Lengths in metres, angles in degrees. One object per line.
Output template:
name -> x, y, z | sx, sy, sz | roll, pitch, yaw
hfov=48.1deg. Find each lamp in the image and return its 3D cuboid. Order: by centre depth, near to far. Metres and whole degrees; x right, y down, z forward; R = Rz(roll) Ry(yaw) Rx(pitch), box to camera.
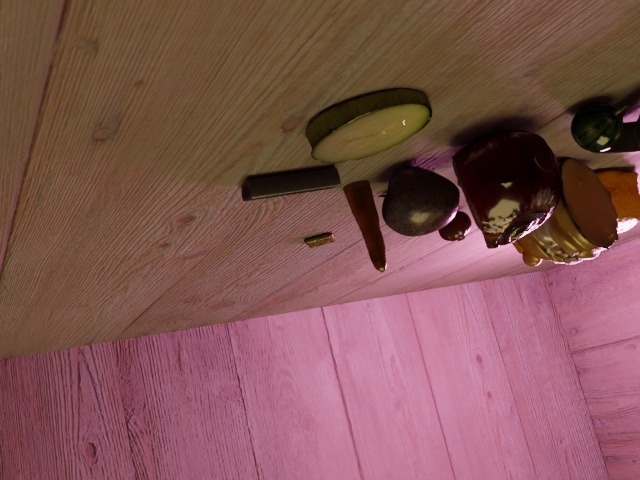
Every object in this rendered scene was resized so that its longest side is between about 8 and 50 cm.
lamp -> 0.387, -0.042, 2.072 | 0.101, 0.090, 0.101 | -32, -163, 11

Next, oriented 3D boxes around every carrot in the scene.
carrot -> 0.107, -0.027, 1.569 | 0.061, 0.209, 0.061 | -15, 163, -5

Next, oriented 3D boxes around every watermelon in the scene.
watermelon -> 0.549, -0.226, 1.419 | 0.109, 0.108, 0.109 | -13, 167, -3

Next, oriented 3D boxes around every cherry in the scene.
cherry -> 0.213, -0.080, 1.563 | 0.176, 0.139, 0.176 | 8, 148, 5

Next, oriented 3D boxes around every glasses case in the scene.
glasses case -> -0.058, -0.109, 1.418 | 0.191, 0.042, 0.072 | -10, 174, -17

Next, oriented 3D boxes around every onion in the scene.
onion -> 0.383, -0.128, 1.452 | 0.207, 0.216, 0.206 | -25, 150, 3

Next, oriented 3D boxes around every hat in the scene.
hat -> 0.663, -0.261, 1.461 | 0.214, 0.149, 0.245 | -26, -150, -30

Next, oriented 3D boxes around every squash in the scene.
squash -> 0.084, -0.194, 1.221 | 0.219, 0.041, 0.219 | -18, 168, -4

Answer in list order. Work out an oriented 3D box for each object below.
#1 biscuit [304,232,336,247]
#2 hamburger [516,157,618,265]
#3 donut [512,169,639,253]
biscuit -> 0.000, 0.000, 2.007 | 0.083, 0.018, 0.081 | -14, 168, 6
hamburger -> 0.604, -0.058, 1.856 | 0.277, 0.276, 0.237 | -1, 160, -44
donut -> 0.741, -0.067, 2.165 | 0.378, 0.163, 0.435 | -1, 163, -41
